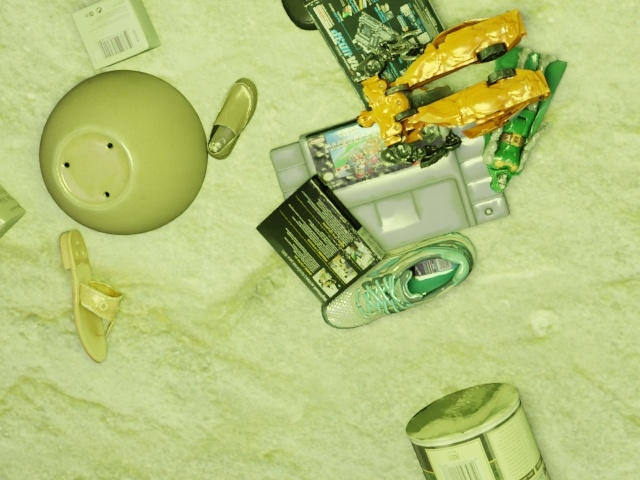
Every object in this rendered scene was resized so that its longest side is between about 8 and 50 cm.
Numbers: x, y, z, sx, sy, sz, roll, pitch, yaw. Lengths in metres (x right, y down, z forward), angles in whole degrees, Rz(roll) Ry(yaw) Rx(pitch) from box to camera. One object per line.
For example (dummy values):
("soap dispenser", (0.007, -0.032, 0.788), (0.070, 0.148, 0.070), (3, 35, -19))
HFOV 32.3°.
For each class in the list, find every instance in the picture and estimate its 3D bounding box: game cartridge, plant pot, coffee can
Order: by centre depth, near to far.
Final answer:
("plant pot", (-0.342, -0.132, 1.817), (0.284, 0.191, 0.284), (1, 103, 5))
("game cartridge", (0.112, -0.101, 1.841), (0.355, 0.068, 0.230), (-17, 104, 10))
("coffee can", (0.285, 0.407, 1.860), (0.201, 0.201, 0.275), (-20, 99, 10))

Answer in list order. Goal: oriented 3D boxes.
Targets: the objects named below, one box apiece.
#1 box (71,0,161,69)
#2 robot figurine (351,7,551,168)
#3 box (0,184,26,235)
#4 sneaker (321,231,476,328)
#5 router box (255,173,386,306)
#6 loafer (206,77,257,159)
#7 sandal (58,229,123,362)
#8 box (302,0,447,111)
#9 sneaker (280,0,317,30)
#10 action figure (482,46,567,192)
("box", (-0.335, -0.347, 1.820), (0.101, 0.087, 0.102), (-20, 99, 10))
("robot figurine", (0.195, -0.233, 1.712), (0.291, 0.085, 0.211), (-21, 82, 12))
("box", (-0.646, -0.110, 1.898), (0.094, 0.113, 0.275), (-42, 96, 12))
("sneaker", (0.123, 0.070, 1.843), (0.283, 0.122, 0.110), (-27, 99, 12))
("router box", (0.000, 0.000, 1.825), (0.133, 0.046, 0.179), (-40, 91, 20))
("loafer", (-0.148, -0.200, 1.851), (0.056, 0.050, 0.148), (22, 104, 1))
("sandal", (-0.385, 0.094, 1.925), (0.079, 0.088, 0.240), (-12, 96, 15))
("box", (0.100, -0.333, 1.757), (0.175, 0.051, 0.220), (-28, 118, 11))
("sneaker", (-0.034, -0.472, 1.739), (0.107, 0.124, 0.283), (-2, 103, 7))
("action figure", (0.313, -0.189, 1.769), (0.137, 0.063, 0.232), (12, 98, -18))
